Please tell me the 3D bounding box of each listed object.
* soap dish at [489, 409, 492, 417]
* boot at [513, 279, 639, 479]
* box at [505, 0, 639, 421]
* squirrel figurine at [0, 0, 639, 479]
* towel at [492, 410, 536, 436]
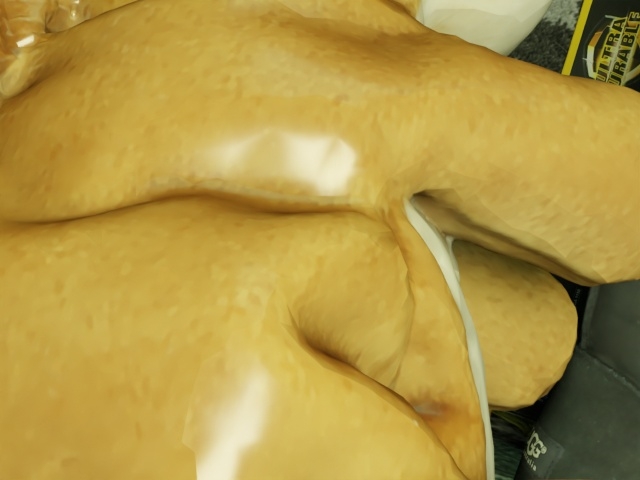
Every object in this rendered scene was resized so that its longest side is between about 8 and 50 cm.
[{"bbox_3d":[0.000,0.000,0.933,0.290,0.229,0.118,23,24,23],"label":"soap dish"},{"bbox_3d":[0.332,0.024,0.740,0.367,0.445,0.146,16,11,-8],"label":"boot"},{"bbox_3d":[0.223,-0.031,1.070,0.079,0.322,0.257,19,11,18],"label":"box"},{"bbox_3d":[-0.070,-0.044,0.476,0.396,0.371,0.281,8,-21,-4],"label":"squirrel figurine"},{"bbox_3d":[0.201,0.132,1.128,0.102,0.021,0.237,20,11,40],"label":"towel"}]
